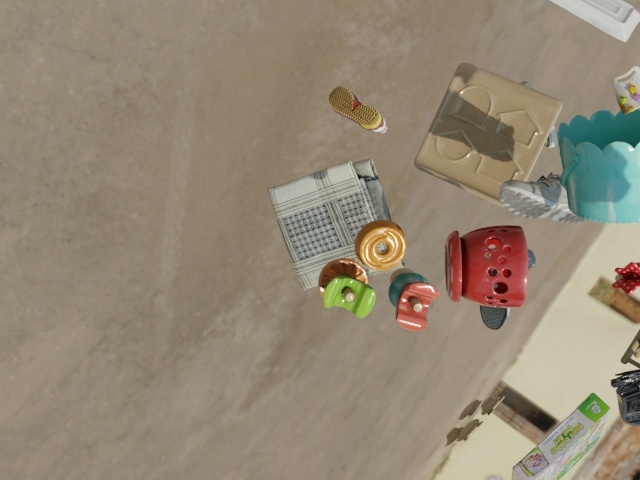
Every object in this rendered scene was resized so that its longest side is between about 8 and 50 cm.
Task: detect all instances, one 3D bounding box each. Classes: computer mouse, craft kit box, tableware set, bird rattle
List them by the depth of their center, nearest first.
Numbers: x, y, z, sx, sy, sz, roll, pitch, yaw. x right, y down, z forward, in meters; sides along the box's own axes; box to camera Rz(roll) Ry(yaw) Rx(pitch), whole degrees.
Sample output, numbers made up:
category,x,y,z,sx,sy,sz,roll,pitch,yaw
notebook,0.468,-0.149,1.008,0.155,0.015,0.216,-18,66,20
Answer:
category,x,y,z,sx,sy,sz,roll,pitch,yaw
tableware set,0.333,0.399,1.618,0.141,0.020,0.168,-45,176,-25
craft kit box,0.527,0.476,1.624,0.247,0.061,0.249,-36,147,-10
computer mouse,0.810,0.374,1.829,0.272,0.189,0.072,68,13,-47
bird rattle,1.070,0.118,2.425,0.254,0.143,0.207,-23,173,-10

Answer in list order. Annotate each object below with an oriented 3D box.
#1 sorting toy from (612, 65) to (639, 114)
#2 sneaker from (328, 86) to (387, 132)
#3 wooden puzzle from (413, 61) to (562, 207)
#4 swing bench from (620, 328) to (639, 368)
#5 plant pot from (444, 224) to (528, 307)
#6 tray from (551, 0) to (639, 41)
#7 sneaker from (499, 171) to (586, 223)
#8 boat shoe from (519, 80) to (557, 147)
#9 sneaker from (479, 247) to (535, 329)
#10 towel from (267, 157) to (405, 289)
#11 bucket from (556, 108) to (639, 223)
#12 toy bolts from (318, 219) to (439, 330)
category,x,y,z,sx,sy,sz,roll,pitch,yaw
sorting toy,0.609,-0.296,1.425,0.083,0.075,0.045,-31,180,33
sneaker,0.097,-0.337,1.927,0.069,0.185,0.084,-50,148,5
wooden puzzle,0.489,-0.308,2.151,0.347,0.322,0.080,-65,166,5
swing bench,0.950,0.256,1.846,0.165,0.253,0.254,1,116,-55
plant pot,0.377,0.061,1.688,0.191,0.174,0.191,-1,90,-83
tray,0.680,-0.610,1.850,0.145,0.270,0.030,-49,168,-35
sneaker,0.560,-0.118,1.831,0.282,0.115,0.105,11,160,-27
boat shoe,0.636,-0.369,2.206,0.070,0.219,0.078,-31,-175,-11
sneaker,0.497,0.114,1.926,0.163,0.086,0.226,-17,116,-45
towel,0.038,-0.037,1.936,0.324,0.312,0.056,-15,-173,26
bucket,0.644,-0.163,1.550,0.281,0.281,0.183,-33,121,-45
toy bolts,0.127,0.059,1.478,0.158,0.229,0.218,-109,-137,-70
